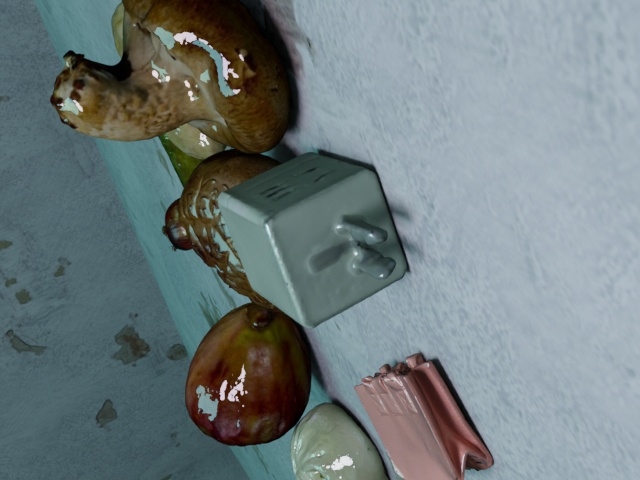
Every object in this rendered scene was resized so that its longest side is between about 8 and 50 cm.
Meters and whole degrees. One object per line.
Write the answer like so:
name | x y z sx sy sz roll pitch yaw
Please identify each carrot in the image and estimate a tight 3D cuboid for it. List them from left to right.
carrot | -0.233 -0.126 1.607 0.074 0.074 0.358 38 152 56

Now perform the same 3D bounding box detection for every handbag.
handbag | 0.120 0.224 1.085 0.157 0.059 0.212 61 162 5

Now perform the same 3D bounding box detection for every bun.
bun | 0.024 0.398 1.529 0.231 0.133 0.231 52 159 28

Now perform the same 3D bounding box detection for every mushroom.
mushroom | -0.164 -0.204 1.072 0.267 0.254 0.267 60 -165 -28
mushroom | -0.082 -0.008 1.180 0.253 0.153 0.253 41 162 16

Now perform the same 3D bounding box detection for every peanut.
peanut | -0.222 -0.241 1.319 0.274 0.111 0.125 63 168 2

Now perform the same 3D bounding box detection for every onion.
onion | -0.272 -0.036 1.794 0.119 0.118 0.117 68 167 -17

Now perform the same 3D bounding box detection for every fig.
fig | -0.121 0.236 1.554 0.224 0.263 0.224 23 179 0

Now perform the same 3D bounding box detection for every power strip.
power strip | 0.000 0.000 0.957 0.224 0.140 0.139 28 140 63
